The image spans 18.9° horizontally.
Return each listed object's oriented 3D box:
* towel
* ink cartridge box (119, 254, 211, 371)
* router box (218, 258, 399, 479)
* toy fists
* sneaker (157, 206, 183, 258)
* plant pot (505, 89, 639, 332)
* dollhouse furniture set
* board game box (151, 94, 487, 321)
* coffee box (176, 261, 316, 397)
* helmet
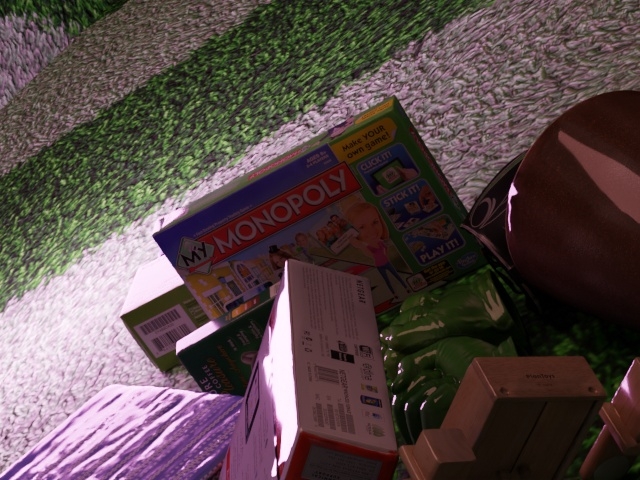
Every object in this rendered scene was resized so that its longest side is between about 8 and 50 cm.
[{"bbox_3d":[-0.204,0.235,1.957,0.243,0.040,0.336,-41,24,-29],"label":"towel"},{"bbox_3d":[-0.134,0.032,2.444,0.188,0.097,0.255,-27,22,19],"label":"ink cartridge box"},{"bbox_3d":[-0.027,0.219,1.645,0.335,0.082,0.301,-97,23,-67],"label":"router box"},{"bbox_3d":[0.129,0.122,1.862,0.142,0.096,0.279,-31,22,9],"label":"toy fists"},{"bbox_3d":[-0.189,-0.005,2.605,0.063,0.073,0.162,-27,9,22],"label":"sneaker"},{"bbox_3d":[0.319,0.003,1.733,0.215,0.215,0.230,-37,36,-9],"label":"plant pot"},{"bbox_3d":[0.211,0.269,1.426,0.303,0.174,0.355,0,41,-27],"label":"dollhouse furniture set"},{"bbox_3d":[0.000,0.000,2.153,0.317,0.213,0.046,-27,22,18],"label":"board game box"},{"bbox_3d":[-0.056,0.115,2.125,0.184,0.113,0.040,-32,22,9],"label":"coffee box"},{"bbox_3d":[0.240,-0.022,1.925,0.161,0.169,0.169,-41,21,-2],"label":"helmet"}]
